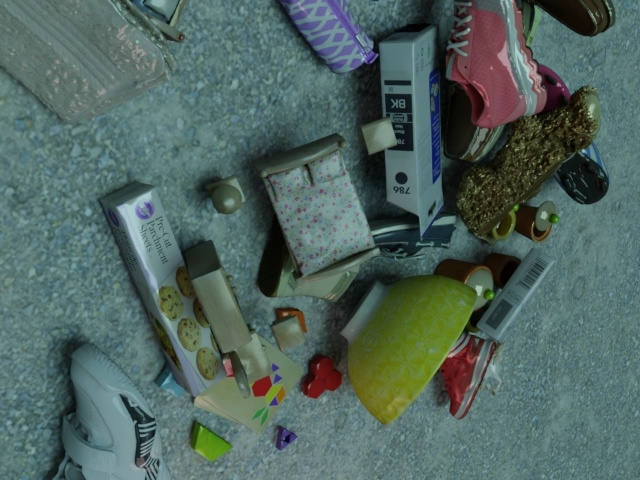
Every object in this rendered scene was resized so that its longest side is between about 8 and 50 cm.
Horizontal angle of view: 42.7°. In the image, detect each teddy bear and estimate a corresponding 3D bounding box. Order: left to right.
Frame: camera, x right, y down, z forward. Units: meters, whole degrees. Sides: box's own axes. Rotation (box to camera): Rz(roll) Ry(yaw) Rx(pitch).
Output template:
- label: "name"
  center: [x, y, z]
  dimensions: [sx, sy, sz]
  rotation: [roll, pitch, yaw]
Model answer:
- label: "teddy bear"
  center: [0.381, -0.156, 1.508]
  dimensions: [0.338, 0.113, 0.245]
  rotation: [-46, 161, 22]

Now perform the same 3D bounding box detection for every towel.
- label: "towel"
  center: [-0.314, -0.253, 0.933]
  dimensions: [0.282, 0.187, 0.049]
  rotation: [44, 36, -39]

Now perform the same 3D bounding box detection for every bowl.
- label: "bowl"
  center: [0.128, 0.161, 1.438]
  dimensions: [0.156, 0.289, 0.289]
  rotation: [35, 80, 1]

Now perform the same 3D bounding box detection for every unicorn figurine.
- label: "unicorn figurine"
  center: [0.349, 0.278, 1.751]
  dimensions: [0.161, 0.060, 0.111]
  rotation: [-14, 116, -36]

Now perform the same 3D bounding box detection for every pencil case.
- label: "pencil case"
  center: [0.004, -0.337, 1.216]
  dimensions: [0.086, 0.088, 0.206]
  rotation: [-53, 130, -10]

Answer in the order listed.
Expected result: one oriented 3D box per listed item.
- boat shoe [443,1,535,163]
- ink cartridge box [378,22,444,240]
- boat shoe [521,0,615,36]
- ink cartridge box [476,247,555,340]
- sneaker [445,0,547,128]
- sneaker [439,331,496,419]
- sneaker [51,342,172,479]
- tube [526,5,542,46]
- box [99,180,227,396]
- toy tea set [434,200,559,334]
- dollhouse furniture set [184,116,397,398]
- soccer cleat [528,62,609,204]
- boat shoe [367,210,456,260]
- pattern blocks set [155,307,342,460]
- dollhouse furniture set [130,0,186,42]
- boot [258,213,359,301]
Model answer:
- label: "boat shoe"
  center: [0.269, -0.301, 1.441]
  dimensions: [0.119, 0.122, 0.324]
  rotation: [17, 87, -37]
- label: "ink cartridge box"
  center: [0.156, -0.182, 1.370]
  dimensions: [0.165, 0.065, 0.333]
  rotation: [-47, 136, -58]
- label: "boat shoe"
  center: [0.350, -0.440, 1.370]
  dimensions: [0.104, 0.307, 0.111]
  rotation: [-41, 170, -18]
- label: "ink cartridge box"
  center: [0.399, 0.120, 1.648]
  dimensions: [0.189, 0.066, 0.232]
  rotation: [-55, 156, 1]
- label: "sneaker"
  center: [0.254, -0.317, 1.305]
  dimensions: [0.136, 0.116, 0.314]
  rotation: [-28, 112, -2]
- label: "sneaker"
  center: [0.269, 0.261, 1.667]
  dimensions: [0.087, 0.128, 0.221]
  rotation: [-47, 157, -51]
- label: "sneaker"
  center: [-0.332, 0.332, 1.150]
  dimensions: [0.210, 0.137, 0.366]
  rotation: [-30, 126, -32]
- label: "tube"
  center: [0.349, -0.338, 1.525]
  dimensions: [0.070, 0.062, 0.240]
  rotation: [53, 58, -82]
- label: "box"
  center: [-0.221, 0.075, 1.179]
  dimensions: [0.067, 0.063, 0.324]
  rotation: [-30, 118, -28]
- label: "toy tea set"
  center: [0.368, 0.042, 1.635]
  dimensions: [0.336, 0.124, 0.200]
  rotation: [-54, 131, -10]
- label: "dollhouse furniture set"
  center: [-0.002, 0.030, 1.191]
  dimensions: [0.355, 0.174, 0.303]
  rotation: [-22, 109, -5]
- label: "soccer cleat"
  center: [0.475, -0.219, 1.653]
  dimensions: [0.116, 0.143, 0.331]
  rotation: [-27, 112, 19]
- label: "boat shoe"
  center: [0.151, -0.004, 1.462]
  dimensions: [0.254, 0.095, 0.079]
  rotation: [-11, 107, -49]
- label: "pattern blocks set"
  center: [-0.116, 0.237, 1.371]
  dimensions: [0.285, 0.026, 0.325]
  rotation: [-48, 130, -15]
- label: "dollhouse furniture set"
  center: [-0.241, -0.340, 0.981]
  dimensions: [0.183, 0.129, 0.129]
  rotation: [22, 91, -42]
- label: "boot"
  center: [0.000, 0.000, 1.347]
  dimensions: [0.165, 0.077, 0.213]
  rotation: [10, 104, -41]
